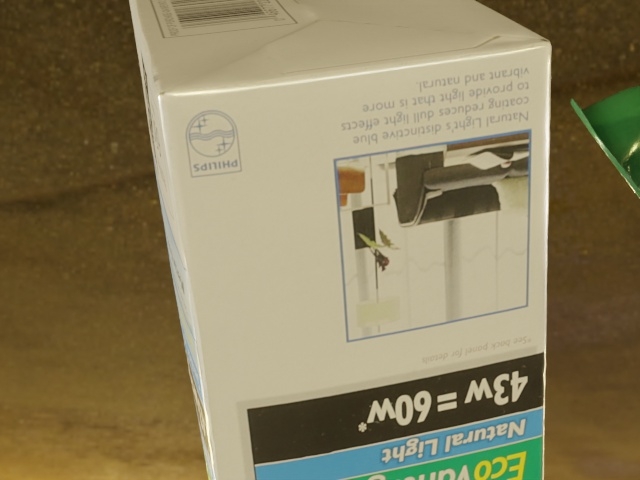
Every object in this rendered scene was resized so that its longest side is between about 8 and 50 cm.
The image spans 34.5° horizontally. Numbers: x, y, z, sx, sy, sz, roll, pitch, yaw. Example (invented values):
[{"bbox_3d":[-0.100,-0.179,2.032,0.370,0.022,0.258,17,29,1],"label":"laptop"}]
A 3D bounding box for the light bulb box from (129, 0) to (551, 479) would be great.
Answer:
[{"bbox_3d":[0.000,0.000,0.766,0.225,0.361,0.358,-9,-155,-9],"label":"light bulb box"}]

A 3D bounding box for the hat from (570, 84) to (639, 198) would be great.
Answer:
[{"bbox_3d":[0.433,-0.166,1.284,0.183,0.208,0.173,-37,143,17],"label":"hat"}]
